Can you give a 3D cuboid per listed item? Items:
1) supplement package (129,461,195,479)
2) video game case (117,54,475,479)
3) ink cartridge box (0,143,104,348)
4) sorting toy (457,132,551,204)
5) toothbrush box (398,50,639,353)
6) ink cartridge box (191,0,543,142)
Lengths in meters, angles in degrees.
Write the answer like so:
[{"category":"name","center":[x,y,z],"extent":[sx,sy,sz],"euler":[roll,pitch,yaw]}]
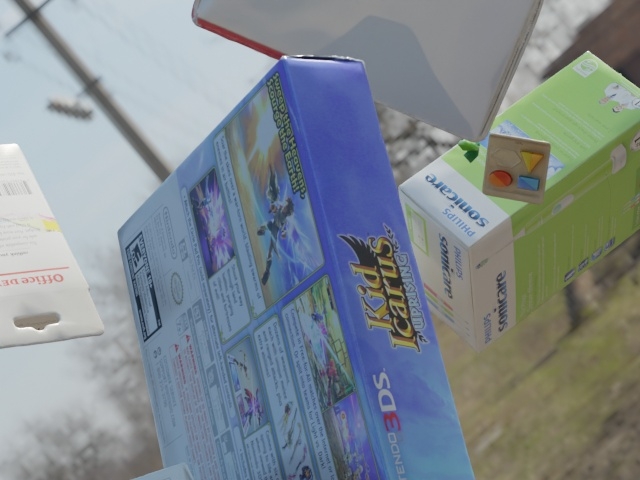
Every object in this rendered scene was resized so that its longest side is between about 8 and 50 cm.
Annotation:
[{"category":"supplement package","center":[-0.140,0.216,0.893],"extent":[0.179,0.105,0.105],"euler":[-16,-34,-20]},{"category":"video game case","center":[-0.025,0.067,0.947],"extent":[0.061,0.269,0.244],"euler":[-2,-22,-31]},{"category":"ink cartridge box","center":[-0.263,0.020,1.272],"extent":[0.115,0.198,0.067],"euler":[-6,-37,-37]},{"category":"sorting toy","center":[0.163,-0.066,1.451],"extent":[0.012,0.083,0.062],"euler":[-48,-35,-62]},{"category":"toothbrush box","center":[0.236,-0.042,1.791],"extent":[0.283,0.122,0.206],"euler":[-37,-33,-18]},{"category":"ink cartridge box","center":[0.051,-0.185,1.228],"extent":[0.306,0.226,0.131],"euler":[-55,-13,-77]}]
